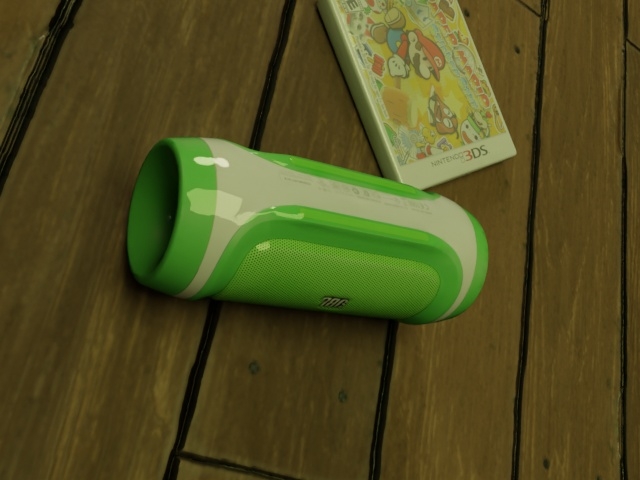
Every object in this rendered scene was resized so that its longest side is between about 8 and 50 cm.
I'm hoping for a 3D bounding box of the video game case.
[{"bbox_3d":[0.116,-0.177,0.787,0.206,0.026,0.227,-21,89,-38],"label":"video game case"}]

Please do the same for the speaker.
[{"bbox_3d":[0.000,0.000,0.587,0.296,0.131,0.131,10,71,-33],"label":"speaker"}]
